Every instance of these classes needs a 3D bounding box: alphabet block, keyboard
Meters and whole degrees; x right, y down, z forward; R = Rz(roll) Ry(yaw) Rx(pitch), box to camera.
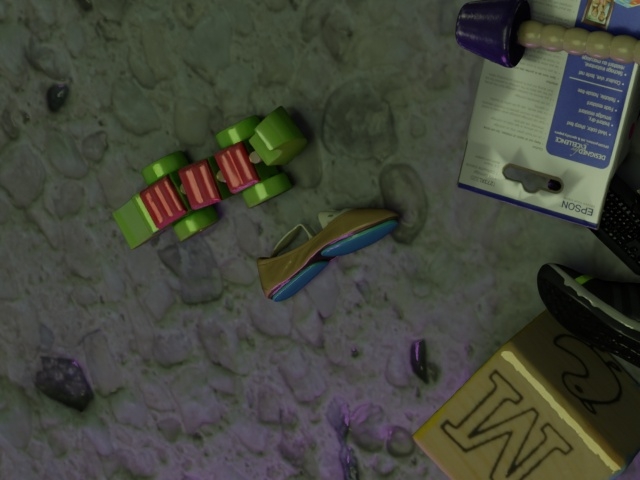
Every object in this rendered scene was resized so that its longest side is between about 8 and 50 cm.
[{"bbox_3d":[0.265,0.225,1.823,0.197,0.192,0.193,46,118,9],"label":"alphabet block"},{"bbox_3d":[0.354,-0.022,1.737,0.100,0.038,0.192,-31,123,33],"label":"keyboard"}]

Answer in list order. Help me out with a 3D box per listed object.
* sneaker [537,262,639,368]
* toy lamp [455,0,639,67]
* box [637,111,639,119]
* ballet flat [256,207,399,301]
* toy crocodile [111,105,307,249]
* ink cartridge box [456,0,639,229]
[{"bbox_3d":[0.370,0.084,1.793,0.235,0.097,0.084,32,155,12],"label":"sneaker"},{"bbox_3d":[0.277,-0.206,1.586,0.275,0.080,0.080,14,110,24],"label":"toy lamp"},{"bbox_3d":[0.296,-0.183,1.750,0.158,0.093,0.156,30,116,20],"label":"box"},{"bbox_3d":[0.000,0.000,1.974,0.232,0.080,0.073,-33,71,30],"label":"ballet flat"},{"bbox_3d":[-0.153,-0.078,2.016,0.340,0.105,0.115,-24,91,32],"label":"toy crocodile"},{"bbox_3d":[0.276,-0.214,1.661,0.176,0.069,0.371,18,106,22],"label":"ink cartridge box"}]
